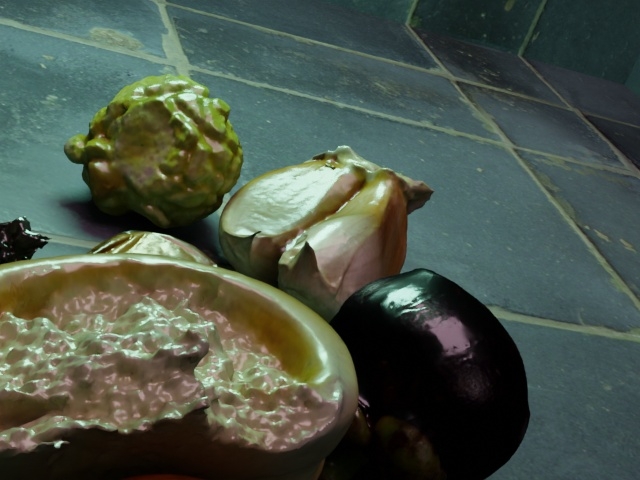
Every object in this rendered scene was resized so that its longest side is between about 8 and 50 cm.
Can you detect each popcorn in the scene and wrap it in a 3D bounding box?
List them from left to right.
[{"bbox_3d":[-0.237,-0.128,1.625,0.259,0.259,0.212,32,3,20],"label":"popcorn"}]

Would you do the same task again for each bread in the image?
[{"bbox_3d":[-0.177,0.164,1.015,0.424,0.245,0.329,2,15,-22],"label":"bread"},{"bbox_3d":[-0.218,0.078,1.349,0.199,0.104,0.199,19,30,-11],"label":"bread"}]

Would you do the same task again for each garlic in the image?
[{"bbox_3d":[0.000,0.000,1.548,0.286,0.249,0.313,39,47,0],"label":"garlic"}]

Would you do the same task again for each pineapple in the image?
[{"bbox_3d":[-0.348,0.060,1.176,0.108,0.197,0.108,16,30,-10],"label":"pineapple"}]

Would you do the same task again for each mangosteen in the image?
[{"bbox_3d":[0.100,0.183,1.259,0.288,0.287,0.233,39,3,32],"label":"mangosteen"}]

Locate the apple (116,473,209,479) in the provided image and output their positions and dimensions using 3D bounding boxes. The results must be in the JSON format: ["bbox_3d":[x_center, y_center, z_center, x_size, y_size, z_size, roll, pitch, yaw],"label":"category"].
[{"bbox_3d":[-0.109,0.295,0.870,0.230,0.229,0.230,17,26,-9],"label":"apple"}]
